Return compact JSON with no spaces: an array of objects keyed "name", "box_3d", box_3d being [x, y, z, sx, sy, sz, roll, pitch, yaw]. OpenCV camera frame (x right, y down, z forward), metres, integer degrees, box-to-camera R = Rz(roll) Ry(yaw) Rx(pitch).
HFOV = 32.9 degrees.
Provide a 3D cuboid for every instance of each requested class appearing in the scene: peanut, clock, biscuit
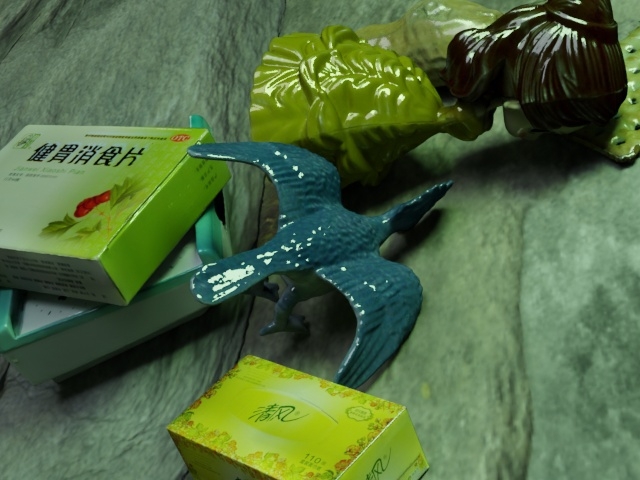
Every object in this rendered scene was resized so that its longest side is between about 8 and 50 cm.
[{"name":"peanut","box_3d":[0.110,-0.197,1.132,0.214,0.099,0.099,-12,38,36]},{"name":"clock","box_3d":[-0.195,0.013,1.091,0.231,0.116,0.262,-22,36,6]},{"name":"biscuit","box_3d":[0.299,-0.150,0.979,0.203,0.016,0.144,-40,35,-11]}]

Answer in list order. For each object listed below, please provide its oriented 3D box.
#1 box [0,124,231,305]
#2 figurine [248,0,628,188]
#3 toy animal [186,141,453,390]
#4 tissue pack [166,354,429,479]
[{"name":"box","box_3d":[-0.235,-0.032,1.021,0.260,0.062,0.175,5,45,37]},{"name":"figurine","box_3d":[0.117,-0.125,0.980,0.315,0.187,0.168,-2,80,28]},{"name":"toy animal","box_3d":[0.000,0.000,0.906,0.176,0.239,0.255,-47,-18,26]},{"name":"tissue pack","box_3d":[-0.020,0.151,0.799,0.176,0.062,0.095,13,44,45]}]
